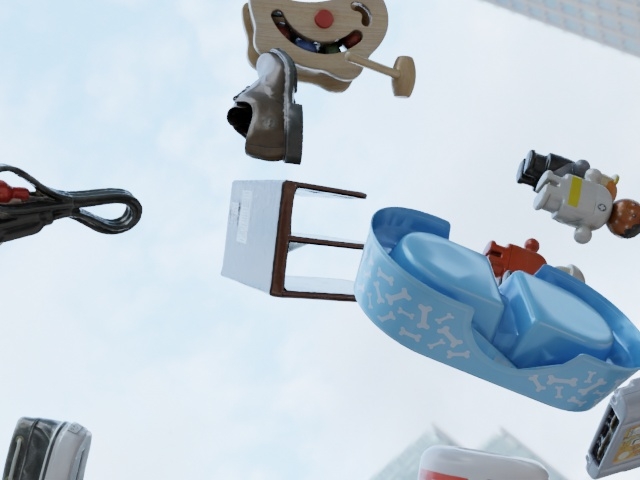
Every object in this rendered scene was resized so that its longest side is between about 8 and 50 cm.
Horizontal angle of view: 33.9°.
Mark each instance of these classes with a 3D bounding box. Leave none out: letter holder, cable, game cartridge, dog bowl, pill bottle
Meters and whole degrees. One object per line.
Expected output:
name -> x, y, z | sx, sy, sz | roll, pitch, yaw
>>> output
letter holder -> 0.000, 0.000, 1.505 | 0.214, 0.302, 0.152 | 6, -89, -18
cable -> -0.355, -0.053, 1.343 | 0.287, 0.072, 0.139 | -17, -50, -45
game cartridge -> 0.567, 0.305, 1.777 | 0.198, 0.062, 0.297 | -12, -36, -6
dog bowl -> 0.165, 0.069, 0.998 | 0.297, 0.166, 0.074 | 23, -65, -13
pill bottle -> 0.208, 0.454, 1.451 | 0.181, 0.181, 0.323 | 17, -101, -42

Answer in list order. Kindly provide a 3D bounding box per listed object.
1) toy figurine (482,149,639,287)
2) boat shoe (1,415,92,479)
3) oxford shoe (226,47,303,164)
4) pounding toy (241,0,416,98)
toy figurine -> 0.308, 0.004, 1.322 | 0.148, 0.213, 0.209 | 19, -77, -4
boat shoe -> -0.424, 0.411, 1.500 | 0.121, 0.119, 0.335 | 43, -117, -80
oxford shoe -> -0.076, -0.187, 1.389 | 0.096, 0.227, 0.083 | 0, -52, -6
pounding toy -> 0.023, -0.314, 1.534 | 0.269, 0.155, 0.154 | 14, -102, -11
